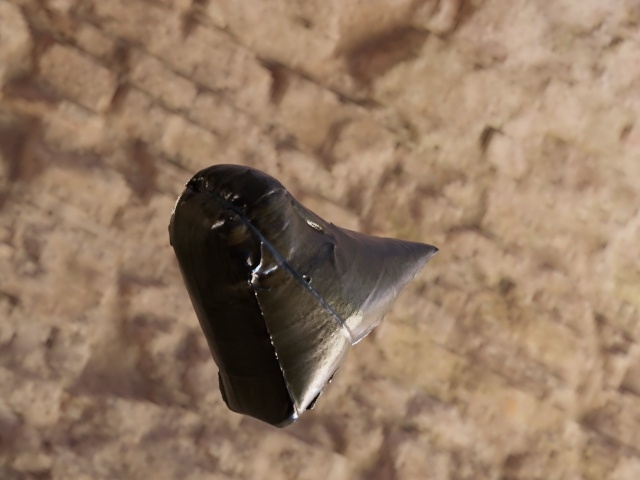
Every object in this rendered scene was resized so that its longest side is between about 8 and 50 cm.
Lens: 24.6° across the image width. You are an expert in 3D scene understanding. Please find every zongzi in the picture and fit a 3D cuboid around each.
[{"bbox_3d":[0.000,0.000,1.745,0.160,0.360,0.323,26,142,41],"label":"zongzi"}]
